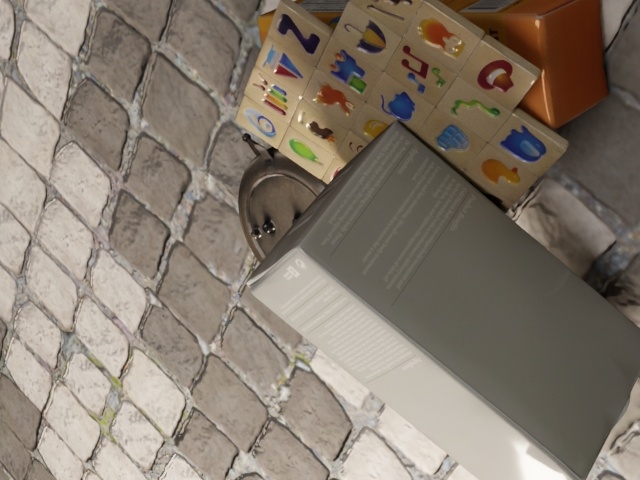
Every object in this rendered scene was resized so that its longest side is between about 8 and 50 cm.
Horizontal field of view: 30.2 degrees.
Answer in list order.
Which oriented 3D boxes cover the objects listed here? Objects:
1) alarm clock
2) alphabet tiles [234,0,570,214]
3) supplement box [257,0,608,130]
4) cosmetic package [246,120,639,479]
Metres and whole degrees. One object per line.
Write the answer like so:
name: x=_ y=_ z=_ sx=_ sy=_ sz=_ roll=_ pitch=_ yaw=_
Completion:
alarm clock: x=0.000 y=0.000 z=0.947 sx=0.129 sy=0.064 sz=0.192 roll=-7 pitch=111 yaw=45
alphabet tiles: x=0.047 y=-0.082 z=0.777 sx=0.198 sy=0.009 sz=0.237 roll=35 pitch=152 yaw=1
supplement box: x=0.069 y=-0.124 z=0.796 sx=0.233 sy=0.080 sz=0.078 roll=9 pitch=120 yaw=42
cosmetic package: x=0.089 y=0.051 z=0.789 sx=0.238 sy=0.127 sz=0.107 roll=43 pitch=150 yaw=-6
